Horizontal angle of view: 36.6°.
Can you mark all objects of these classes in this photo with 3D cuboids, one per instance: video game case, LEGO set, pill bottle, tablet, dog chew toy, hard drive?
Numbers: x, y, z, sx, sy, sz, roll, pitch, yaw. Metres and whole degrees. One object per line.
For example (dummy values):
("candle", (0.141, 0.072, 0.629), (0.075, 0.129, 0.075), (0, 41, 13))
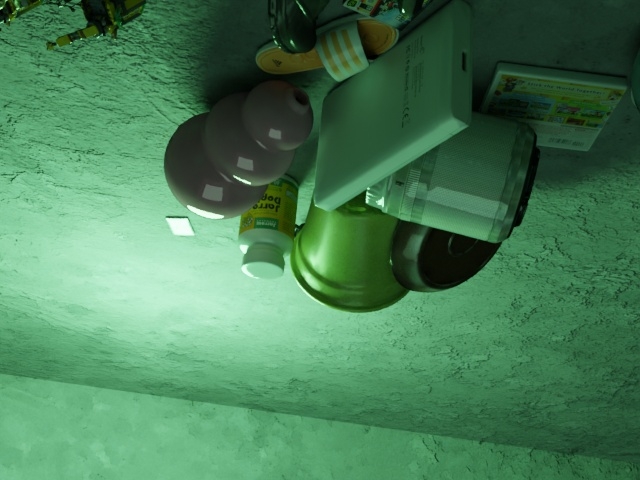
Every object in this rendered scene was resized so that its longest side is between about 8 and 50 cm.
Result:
("video game case", (0.404, -0.236, 1.734), (0.227, 0.026, 0.206), (7, 153, -2))
("LEGO set", (-0.418, -0.368, 1.298), (0.331, 0.192, 0.254), (21, 136, 29))
("pill bottle", (-0.111, -0.030, 2.019), (0.118, 0.208, 0.117), (4, 153, 2))
("tablet", (-0.329, -0.032, 2.271), (0.054, 0.006, 0.083), (2, 152, 7))
("dog chew toy", (-0.139, -0.176, 1.770), (0.207, 0.206, 0.332), (25, 138, -33))
("hard drive", (0.114, -0.215, 1.597), (0.047, 0.232, 0.353), (22, 148, -29))

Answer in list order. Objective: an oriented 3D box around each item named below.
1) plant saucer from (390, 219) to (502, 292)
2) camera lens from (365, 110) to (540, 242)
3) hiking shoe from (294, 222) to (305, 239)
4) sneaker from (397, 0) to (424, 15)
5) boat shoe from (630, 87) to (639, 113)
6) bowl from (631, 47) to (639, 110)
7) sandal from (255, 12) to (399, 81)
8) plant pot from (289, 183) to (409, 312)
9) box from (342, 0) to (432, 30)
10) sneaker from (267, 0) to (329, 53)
("plant saucer", (0.277, -0.015, 1.940), (0.311, 0.050, 0.310), (-23, 135, -26))
("camera lens", (0.238, -0.126, 1.724), (0.274, 0.219, 0.219), (15, 153, 7))
("hiking shoe", (0.000, 0.000, 2.216), (0.114, 0.086, 0.227), (35, 174, 17))
("sneaker", (0.176, -0.408, 1.313), (0.130, 0.087, 0.227), (6, 120, -12))
("boat shoe", (0.655, -0.192, 1.704), (0.303, 0.091, 0.114), (23, 147, -31))
("bowl", (0.652, -0.224, 1.490), (0.312, 0.163, 0.311), (2, 136, 2))
("sandal", (0.010, -0.302, 1.618), (0.265, 0.076, 0.102), (-11, 149, 28))
("plant pot", (0.076, -0.036, 1.958), (0.276, 0.276, 0.253), (4, 142, 1))
("box", (0.133, -0.402, 1.448), (0.114, 0.036, 0.207), (18, 150, -24))
("sneaker", (-0.022, -0.381, 1.449), (0.130, 0.109, 0.286), (-5, 154, 5))
